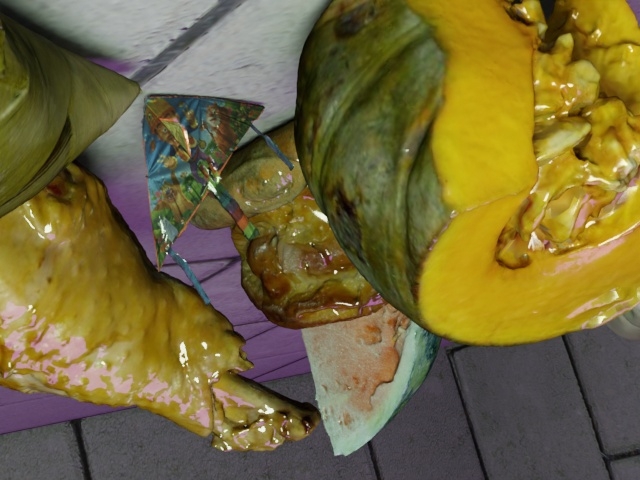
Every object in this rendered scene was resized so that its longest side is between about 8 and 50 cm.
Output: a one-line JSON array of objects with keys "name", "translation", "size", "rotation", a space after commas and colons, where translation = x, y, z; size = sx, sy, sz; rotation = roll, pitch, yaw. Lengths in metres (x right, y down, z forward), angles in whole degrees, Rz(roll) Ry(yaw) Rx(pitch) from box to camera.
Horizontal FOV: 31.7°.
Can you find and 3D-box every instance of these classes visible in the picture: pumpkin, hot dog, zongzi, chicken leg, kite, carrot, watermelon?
[{"name": "pumpkin", "translation": [0.133, -0.064, 0.833], "size": [0.303, 0.225, 0.256], "rotation": [-6, 146, -20]}, {"name": "hot dog", "translation": [0.000, 0.000, 1.177], "size": [0.259, 0.175, 0.114], "rotation": [-22, -175, 31]}, {"name": "zongzi", "translation": [-0.174, -0.104, 0.605], "size": [0.300, 0.145, 0.274], "rotation": [-28, 173, -37]}, {"name": "chicken leg", "translation": [-0.177, 0.050, 0.965], "size": [0.409, 0.182, 0.295], "rotation": [32, -178, -20]}, {"name": "kite", "translation": [-0.096, -0.055, 0.906], "size": [0.010, 0.183, 0.160], "rotation": [-3, 137, 42]}, {"name": "carrot", "translation": [-0.010, -0.086, 1.018], "size": [0.342, 0.070, 0.070], "rotation": [-27, 164, 40]}, {"name": "watermelon", "translation": [0.053, 0.083, 1.295], "size": [0.180, 0.305, 0.224], "rotation": [-12, 167, -8]}]

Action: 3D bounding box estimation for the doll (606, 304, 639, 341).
[{"name": "doll", "translation": [0.435, -0.034, 1.353], "size": [0.370, 0.215, 0.226], "rotation": [-41, -162, -17]}]
